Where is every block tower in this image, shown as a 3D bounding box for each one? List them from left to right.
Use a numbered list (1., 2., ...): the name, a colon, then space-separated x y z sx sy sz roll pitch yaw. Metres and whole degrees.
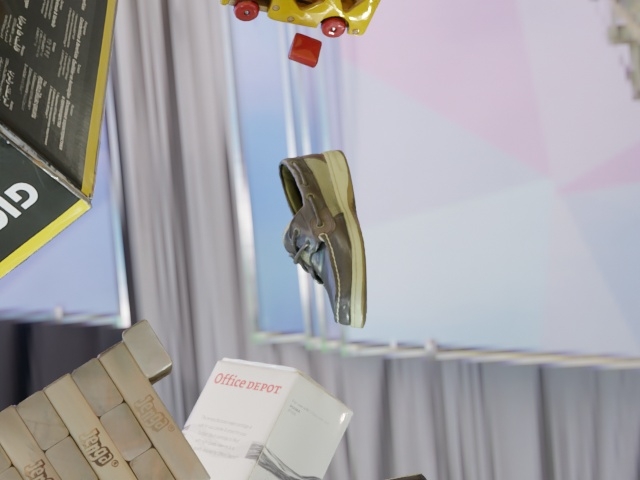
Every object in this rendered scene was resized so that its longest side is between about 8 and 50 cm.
1. block tower: -0.213 0.171 0.883 0.335 0.097 0.091 -33 178 -10

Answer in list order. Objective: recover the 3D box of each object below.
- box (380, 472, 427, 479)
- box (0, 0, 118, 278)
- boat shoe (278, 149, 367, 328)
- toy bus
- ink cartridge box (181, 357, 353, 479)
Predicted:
1. box: -0.013 0.396 1.677 0.243 0.307 0.076 -6 -145 -27
2. box: -0.214 -0.063 0.823 0.257 0.079 0.322 -35 -148 22
3. boat shoe: 0.000 -0.001 1.545 0.073 0.080 0.223 -3 -136 -6
4. toy bus: -0.027 -0.295 1.743 0.202 0.191 0.104 -38 163 -42
5. ink cartridge box: -0.106 0.312 2.168 0.117 0.283 0.207 37 160 -31
